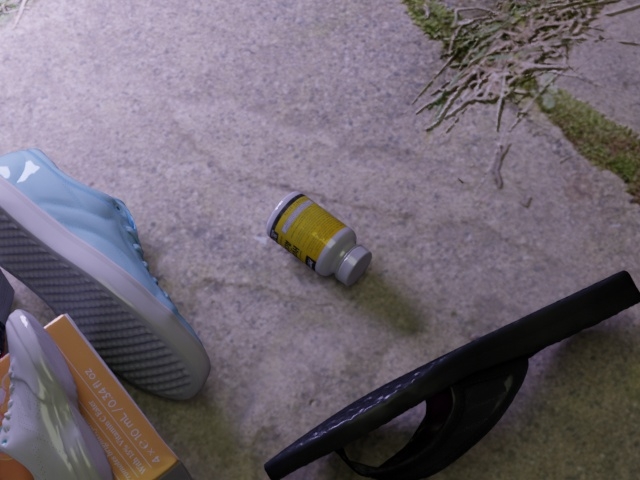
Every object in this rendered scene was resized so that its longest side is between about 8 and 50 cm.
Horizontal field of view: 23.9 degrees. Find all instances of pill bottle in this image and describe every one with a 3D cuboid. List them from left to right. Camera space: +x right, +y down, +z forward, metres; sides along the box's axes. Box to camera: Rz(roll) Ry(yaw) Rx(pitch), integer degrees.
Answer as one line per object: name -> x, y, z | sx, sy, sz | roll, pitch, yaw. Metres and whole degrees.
pill bottle -> 0.000, 0.000, 1.729 | 0.116, 0.065, 0.065 | 36, 73, 19

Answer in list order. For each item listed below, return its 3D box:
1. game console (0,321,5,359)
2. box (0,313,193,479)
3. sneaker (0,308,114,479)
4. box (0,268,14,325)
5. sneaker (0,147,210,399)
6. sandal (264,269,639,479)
game console -> -0.414, 0.123, 1.611 | 0.144, 0.124, 0.085 | -44, 112, 6
box -> -0.329, 0.279, 1.570 | 0.345, 0.168, 0.215 | -38, 68, -12
sneaker -> -0.285, 0.170, 1.488 | 0.094, 0.080, 0.212 | -28, 67, 4
box -> -0.414, 0.079, 1.711 | 0.102, 0.087, 0.101 | 8, 67, 8
sneaker -> -0.240, 0.018, 1.707 | 0.366, 0.135, 0.150 | 42, 52, 8
sandal -> 0.154, 0.169, 1.598 | 0.445, 0.167, 0.107 | -26, 84, -7
